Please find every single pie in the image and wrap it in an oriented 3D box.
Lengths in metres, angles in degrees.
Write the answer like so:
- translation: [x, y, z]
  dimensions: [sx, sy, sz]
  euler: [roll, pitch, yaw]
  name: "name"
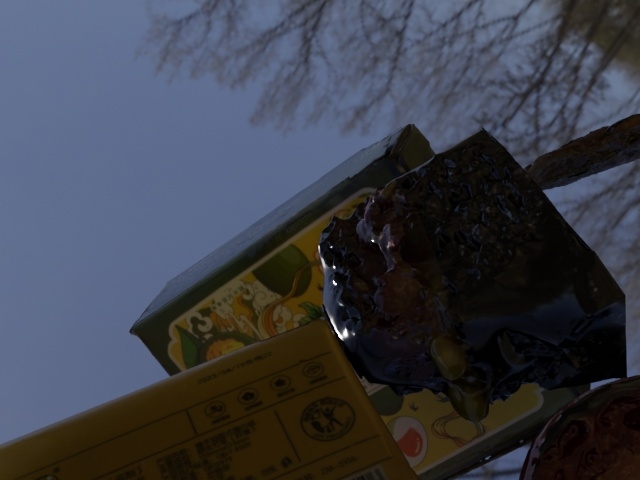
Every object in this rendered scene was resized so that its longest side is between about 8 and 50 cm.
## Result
- translation: [0.224, -0.072, 0.911]
  dimensions: [0.092, 0.170, 0.034]
  euler: [47, -155, -75]
  name: "pie"

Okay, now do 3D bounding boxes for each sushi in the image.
- translation: [0.081, 0.032, 0.670]
  dimensions: [0.172, 0.150, 0.153]
  euler: [62, -178, 30]
  name: "sushi"

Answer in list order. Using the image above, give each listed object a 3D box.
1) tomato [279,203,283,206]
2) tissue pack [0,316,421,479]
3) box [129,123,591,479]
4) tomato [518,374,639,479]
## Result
- translation: [0.000, 0.000, 1.621]
  dimensions: [0.159, 0.091, 0.139]
  euler: [9, -165, -24]
  name: "tomato"
- translation: [-0.104, 0.281, 0.946]
  dimensions: [0.382, 0.228, 0.293]
  euler: [-20, -136, -12]
  name: "tissue pack"
- translation: [0.045, 0.125, 1.270]
  dimensions: [0.373, 0.420, 0.138]
  euler: [52, -156, -10]
  name: "box"
- translation: [0.214, 0.176, 0.752]
  dimensions: [0.174, 0.166, 0.082]
  euler: [9, 165, -12]
  name: "tomato"
